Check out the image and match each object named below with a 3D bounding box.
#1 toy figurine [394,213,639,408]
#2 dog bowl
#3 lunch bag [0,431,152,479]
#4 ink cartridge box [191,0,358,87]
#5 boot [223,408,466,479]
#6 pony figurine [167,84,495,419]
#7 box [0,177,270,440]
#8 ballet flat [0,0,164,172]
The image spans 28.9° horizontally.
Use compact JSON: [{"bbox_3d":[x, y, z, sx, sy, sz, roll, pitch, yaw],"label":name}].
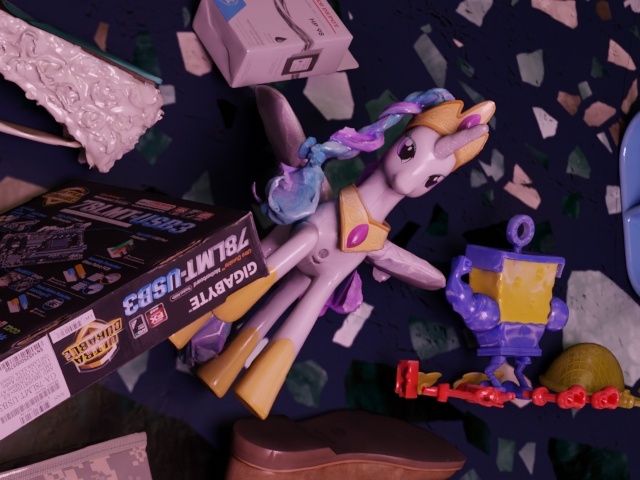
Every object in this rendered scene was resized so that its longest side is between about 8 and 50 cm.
[{"bbox_3d":[0.261,0.079,1.439,0.363,0.191,0.217,5,87,-35],"label":"toy figurine"},{"bbox_3d":[0.467,-0.048,1.649,0.074,0.166,0.297,5,76,-19],"label":"dog bowl"},{"bbox_3d":[-0.280,0.314,1.072,0.287,0.169,0.235,-10,84,-38],"label":"lunch bag"},{"bbox_3d":[-0.040,-0.239,1.404,0.180,0.060,0.104,-14,59,-34],"label":"ink cartridge box"},{"bbox_3d":[0.024,0.254,1.343,0.305,0.112,0.115,5,106,-36],"label":"boot"},{"bbox_3d":[0.000,0.000,1.260,0.363,0.351,0.303,-46,101,-13],"label":"pony figurine"},{"bbox_3d":[-0.248,0.044,1.083,0.293,0.296,0.073,-30,118,-35],"label":"box"},{"bbox_3d":[-0.339,-0.191,1.189,0.409,0.147,0.147,30,64,-22],"label":"ballet flat"}]
